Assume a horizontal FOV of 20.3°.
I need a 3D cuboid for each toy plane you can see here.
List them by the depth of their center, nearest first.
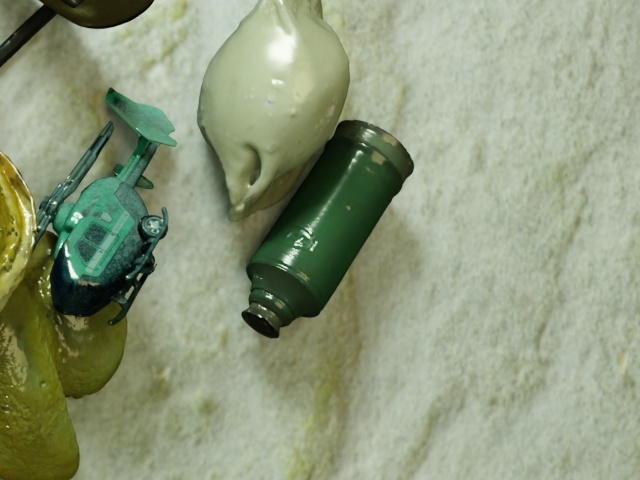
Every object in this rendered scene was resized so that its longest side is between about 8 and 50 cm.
[{"bbox_3d":[-0.156,-0.019,1.308,0.096,0.060,0.235,25,48,0],"label":"toy plane"}]

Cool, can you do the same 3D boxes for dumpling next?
[{"bbox_3d":[-0.029,-0.112,1.412,0.111,0.181,0.155,41,22,19],"label":"dumpling"}]

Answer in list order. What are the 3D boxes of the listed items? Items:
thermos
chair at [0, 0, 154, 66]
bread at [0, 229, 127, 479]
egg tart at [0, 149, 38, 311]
[{"bbox_3d":[-0.003,-0.003,1.426,0.073,0.083,0.187,33,65,1],"label":"thermos"},{"bbox_3d":[-0.197,-0.218,1.284,0.172,0.159,0.247,33,64,-20],"label":"chair"},{"bbox_3d":[-0.193,0.084,1.291,0.149,0.065,0.187,-6,82,-38],"label":"bread"},{"bbox_3d":[-0.285,-0.015,1.207,0.191,0.074,0.191,5,56,-8],"label":"egg tart"}]
